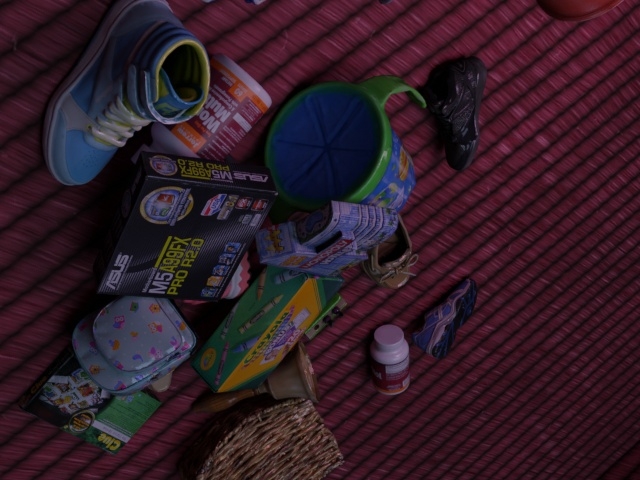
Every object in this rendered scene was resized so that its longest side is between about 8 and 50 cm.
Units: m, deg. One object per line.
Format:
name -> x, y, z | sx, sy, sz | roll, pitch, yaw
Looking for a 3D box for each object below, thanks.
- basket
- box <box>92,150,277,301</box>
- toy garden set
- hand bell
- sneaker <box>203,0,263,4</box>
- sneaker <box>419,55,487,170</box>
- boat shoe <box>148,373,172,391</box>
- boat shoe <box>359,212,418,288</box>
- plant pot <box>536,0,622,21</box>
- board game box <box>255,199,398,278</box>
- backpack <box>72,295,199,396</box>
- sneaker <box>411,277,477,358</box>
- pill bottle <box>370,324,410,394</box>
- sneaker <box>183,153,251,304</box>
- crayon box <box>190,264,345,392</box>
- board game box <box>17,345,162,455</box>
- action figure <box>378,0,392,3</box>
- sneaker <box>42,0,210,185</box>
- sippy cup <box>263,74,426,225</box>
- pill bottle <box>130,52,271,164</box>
basket -> -0.145, 0.438, 2.227 | 0.299, 0.223, 0.213 | -35, 104, -16
box -> -0.217, -0.014, 1.692 | 0.216, 0.060, 0.270 | 6, 135, -29
toy garden set -> -0.059, 0.141, 2.110 | 0.204, 0.049, 0.244 | -44, 139, -6
hand bell -> -0.134, 0.291, 2.102 | 0.242, 0.126, 0.126 | -18, 137, 6
sneaker -> -0.075, -0.430, 1.648 | 0.296, 0.112, 0.131 | -10, 147, -38
sneaker -> 0.245, -0.236, 2.070 | 0.130, 0.087, 0.227 | -16, 126, -30
boat shoe -> -0.294, 0.219, 1.955 | 0.063, 0.059, 0.170 | -23, 133, -27
boat shoe -> 0.131, 0.012, 2.150 | 0.104, 0.089, 0.285 | -39, 139, -12
plant pot -> 0.399, -0.555, 1.847 | 0.265, 0.272, 0.272 | 21, 105, -40
board game box -> 0.000, 0.000, 1.787 | 0.194, 0.060, 0.194 | 4, 156, -39
backpack -> -0.319, 0.168, 1.807 | 0.188, 0.166, 0.144 | -36, 175, -3
sneaker -> 0.282, 0.163, 2.413 | 0.211, 0.081, 0.080 | -52, 141, -25
pill bottle -> 0.152, 0.260, 2.360 | 0.086, 0.086, 0.152 | -27, 134, -24
sneaker -> -0.191, -0.011, 1.831 | 0.136, 0.116, 0.314 | -19, 131, -29
crayon box -> -0.095, 0.149, 1.966 | 0.278, 0.081, 0.165 | -51, 158, 13
board game box -> -0.410, 0.292, 1.933 | 0.136, 0.030, 0.259 | -49, 139, -3
action figure -> 0.168, -0.577, 1.660 | 0.341, 0.178, 0.330 | -32, 123, -26
sneaker -> -0.278, -0.187, 1.550 | 0.127, 0.208, 0.319 | 13, 111, -47
sippy cup -> 0.054, -0.134, 1.889 | 0.305, 0.240, 0.224 | -18, 159, 23
pill bottle -> -0.190, -0.178, 1.700 | 0.221, 0.121, 0.121 | -49, 139, -1
